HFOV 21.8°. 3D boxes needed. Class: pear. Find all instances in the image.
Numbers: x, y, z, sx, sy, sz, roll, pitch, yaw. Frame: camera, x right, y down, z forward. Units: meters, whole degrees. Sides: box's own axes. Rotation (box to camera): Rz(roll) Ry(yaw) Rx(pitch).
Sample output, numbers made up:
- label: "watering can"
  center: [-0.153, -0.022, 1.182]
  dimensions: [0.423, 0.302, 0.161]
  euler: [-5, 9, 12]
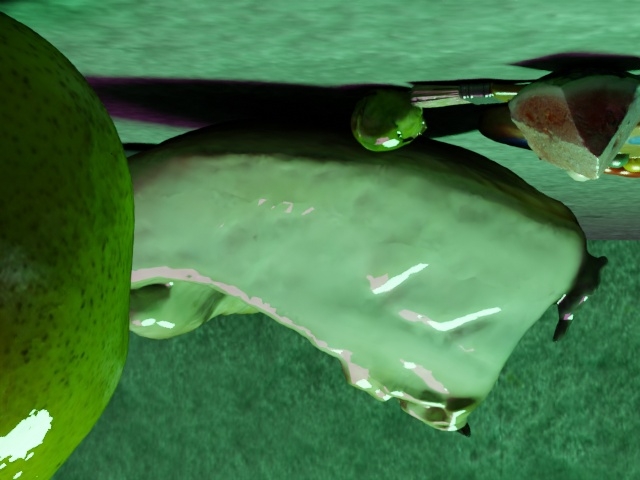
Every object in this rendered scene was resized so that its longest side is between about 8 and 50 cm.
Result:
- label: "pear"
  center: [-0.235, 0.006, 0.852]
  dimensions: [0.294, 0.294, 0.294]
  euler: [1, 177, 0]

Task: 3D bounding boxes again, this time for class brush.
- label: "brush"
  center: [0.146, -0.103, 1.152]
  dimensions: [0.170, 0.014, 0.043]
  euler: [-1, 178, 22]

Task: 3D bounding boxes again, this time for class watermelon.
- label: "watermelon"
  center: [0.176, -0.080, 1.083]
  dimensions: [0.092, 0.072, 0.084]
  euler: [-3, -164, -24]

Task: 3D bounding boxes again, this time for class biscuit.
- label: "biscuit"
  center: [0.277, -0.078, 1.367]
  dimensions: [0.205, 0.049, 0.324]
  euler: [-2, 178, 28]

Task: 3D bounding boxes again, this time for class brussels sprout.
- label: "brussels sprout"
  center: [0.053, -0.090, 1.217]
  dimensions: [0.051, 0.046, 0.083]
  euler: [-5, -174, 20]

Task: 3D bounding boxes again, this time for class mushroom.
- label: "mushroom"
  center: [-0.027, -0.023, 1.352]
  dimensions: [0.397, 0.224, 0.314]
  euler: [16, -160, -27]

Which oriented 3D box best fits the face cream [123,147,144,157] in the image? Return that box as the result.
- label: "face cream"
  center: [-0.155, -0.051, 1.743]
  dimensions: [0.144, 0.071, 0.291]
  euler: [0, 178, 22]
